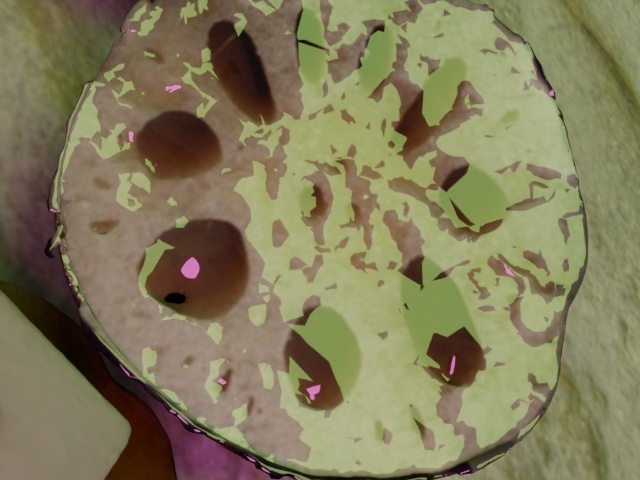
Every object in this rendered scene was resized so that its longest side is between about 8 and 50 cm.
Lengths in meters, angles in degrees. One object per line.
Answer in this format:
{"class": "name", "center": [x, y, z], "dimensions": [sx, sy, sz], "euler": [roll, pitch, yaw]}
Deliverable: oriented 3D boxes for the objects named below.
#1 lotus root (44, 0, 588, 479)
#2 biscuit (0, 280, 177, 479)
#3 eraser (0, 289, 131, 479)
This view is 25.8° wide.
{"class": "lotus root", "center": [0.000, 0.000, 0.719], "dimensions": [0.272, 0.192, 0.272], "euler": [1, 81, -5]}
{"class": "biscuit", "center": [-0.192, 0.168, 0.562], "dimensions": [0.359, 0.074, 0.381], "euler": [-35, 91, -46]}
{"class": "eraser", "center": [-0.215, 0.036, 0.503], "dimensions": [0.270, 0.095, 0.174], "euler": [48, 50, -11]}
